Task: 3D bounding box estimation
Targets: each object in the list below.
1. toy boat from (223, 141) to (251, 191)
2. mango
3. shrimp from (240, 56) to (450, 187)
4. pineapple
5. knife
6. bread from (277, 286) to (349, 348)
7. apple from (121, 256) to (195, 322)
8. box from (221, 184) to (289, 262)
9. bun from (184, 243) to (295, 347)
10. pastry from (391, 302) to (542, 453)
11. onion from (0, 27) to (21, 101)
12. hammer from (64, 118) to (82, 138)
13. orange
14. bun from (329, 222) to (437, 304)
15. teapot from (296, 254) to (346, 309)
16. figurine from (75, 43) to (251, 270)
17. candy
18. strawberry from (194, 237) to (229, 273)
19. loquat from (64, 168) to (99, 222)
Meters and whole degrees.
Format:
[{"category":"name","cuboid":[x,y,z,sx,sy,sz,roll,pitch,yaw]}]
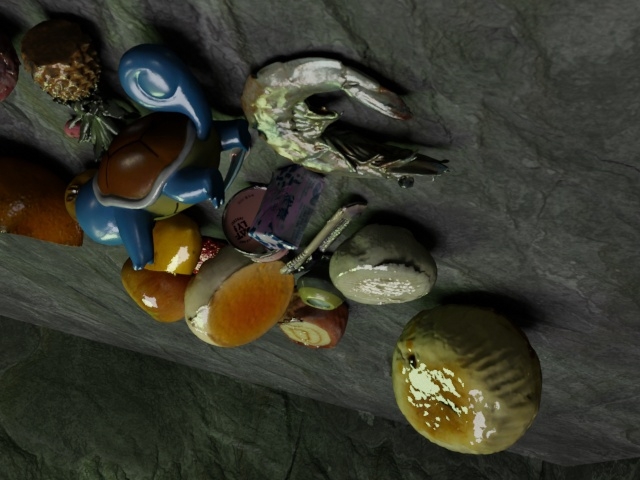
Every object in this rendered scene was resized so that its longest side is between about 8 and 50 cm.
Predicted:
[{"category":"toy boat","cuboid":[-0.162,-0.126,1.209,0.034,0.122,0.096,23,154,-15]},{"category":"mango","cuboid":[-0.358,0.013,1.591,0.126,0.154,0.252,4,162,-29]},{"category":"shrimp","cuboid":[0.046,-0.181,1.042,0.360,0.085,0.247,21,149,-5]},{"category":"pineapple","cuboid":[-0.389,-0.245,1.103,0.130,0.119,0.277,-29,159,-11]},{"category":"knife","cuboid":[0.003,0.005,1.439,0.089,0.043,0.365,-23,168,-32]},{"category":"bread","cuboid":[-0.025,0.220,1.890,0.190,0.123,0.244,3,154,20]},{"category":"apple","cuboid":[-0.431,0.113,1.804,0.210,0.173,0.235,51,175,18]},{"category":"box","cuboid":[-0.123,-0.025,1.391,0.151,0.151,0.135,12,165,6]},{"category":"bun","cuboid":[-0.217,0.118,1.637,0.165,0.299,0.299,39,174,37]},{"category":"pastry","cuboid":[0.376,0.334,1.653,0.312,0.388,0.388,-18,-179,-41]},{"category":"onion","cuboid":[-0.579,-0.281,1.075,0.159,0.159,0.195,24,164,-20]},{"category":"hammer","cuboid":[-0.457,-0.215,1.284,0.083,0.043,0.043,9,156,9]},{"category":"orange","cuboid":[-0.703,-0.070,1.491,0.310,0.274,0.274,-23,-177,-39]},{"category":"bun","cuboid":[0.133,0.049,1.405,0.239,0.141,0.239,7,154,3]},{"category":"teapot","cuboid":[0.016,0.109,1.626,0.130,0.119,0.166,7,157,23]},{"category":"figurine","cuboid":[-0.261,-0.116,1.098,0.243,0.298,0.416,22,134,-17]},{"category":"candy","cuboid":[-0.066,-0.063,1.251,0.073,0.160,0.092,36,155,-33]},{"category":"strawberry","cuboid":[-0.289,0.048,1.736,0.187,0.082,0.146,-14,150,40]},{"category":"loquat","cuboid":[-0.495,-0.091,1.458,0.141,0.141,0.141,12,156,5]}]
